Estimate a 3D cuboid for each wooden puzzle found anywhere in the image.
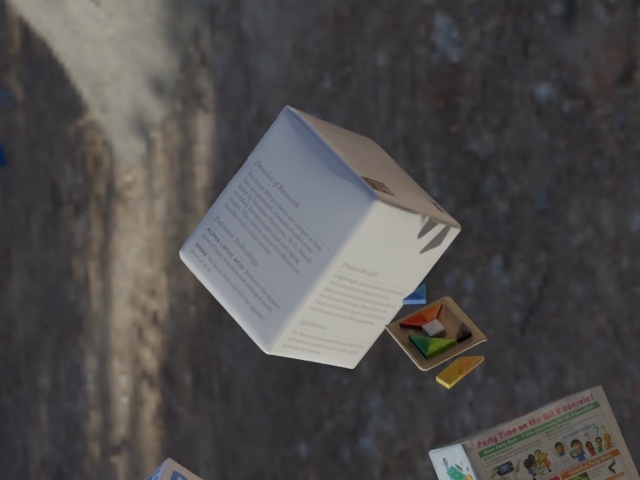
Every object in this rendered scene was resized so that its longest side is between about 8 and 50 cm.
[{"bbox_3d":[0.105,0.083,1.575,0.116,0.078,0.014,41,150,40],"label":"wooden puzzle"}]

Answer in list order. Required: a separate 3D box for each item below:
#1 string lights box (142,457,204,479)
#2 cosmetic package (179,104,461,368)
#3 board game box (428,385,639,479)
[{"bbox_3d":[-0.089,0.275,1.040,0.077,0.133,0.260,-44,20,44],"label":"string lights box"},{"bbox_3d":[0.000,0.000,1.641,0.151,0.151,0.184,46,106,32],"label":"cosmetic package"},{"bbox_3d":[0.298,0.362,2.165,0.097,0.224,0.303,-30,79,63],"label":"board game box"}]
